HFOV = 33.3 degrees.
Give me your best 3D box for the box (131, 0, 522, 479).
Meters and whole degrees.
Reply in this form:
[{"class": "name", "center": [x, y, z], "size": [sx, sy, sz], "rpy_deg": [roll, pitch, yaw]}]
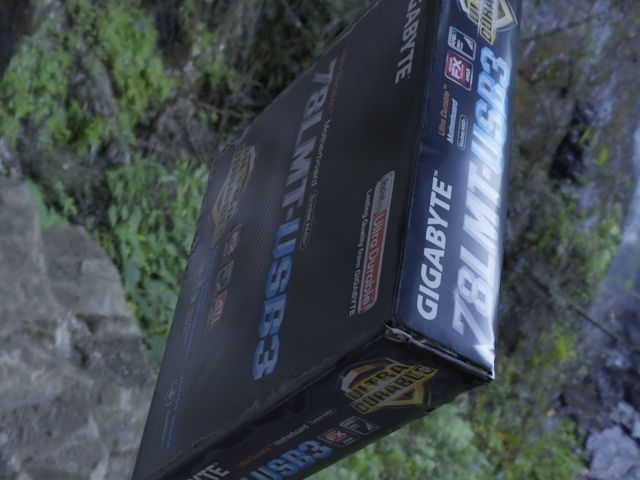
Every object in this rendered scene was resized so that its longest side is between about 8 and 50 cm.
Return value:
[{"class": "box", "center": [0.000, 0.000, 0.668], "size": [0.073, 0.293, 0.296], "rpy_deg": [26, 52, -21]}]
